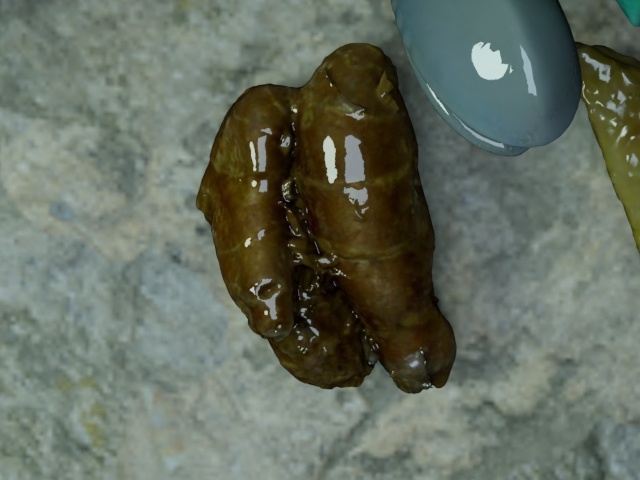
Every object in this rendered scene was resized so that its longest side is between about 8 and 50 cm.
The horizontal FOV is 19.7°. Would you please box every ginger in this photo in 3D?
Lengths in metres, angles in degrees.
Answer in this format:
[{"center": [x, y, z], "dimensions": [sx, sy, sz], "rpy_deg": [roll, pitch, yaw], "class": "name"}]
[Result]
[{"center": [0.000, 0.000, 0.812], "dimensions": [0.103, 0.073, 0.162], "rpy_deg": [-13, 101, 5], "class": "ginger"}]

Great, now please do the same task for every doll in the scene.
[{"center": [0.110, -0.153, 0.746], "dimensions": [0.195, 0.153, 0.258], "rpy_deg": [-14, 61, -5], "class": "doll"}]

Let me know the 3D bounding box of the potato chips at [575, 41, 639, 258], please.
[{"center": [0.178, 0.105, 0.834], "dimensions": [0.080, 0.057, 0.407], "rpy_deg": [-6, 101, 17], "class": "potato chips"}]
